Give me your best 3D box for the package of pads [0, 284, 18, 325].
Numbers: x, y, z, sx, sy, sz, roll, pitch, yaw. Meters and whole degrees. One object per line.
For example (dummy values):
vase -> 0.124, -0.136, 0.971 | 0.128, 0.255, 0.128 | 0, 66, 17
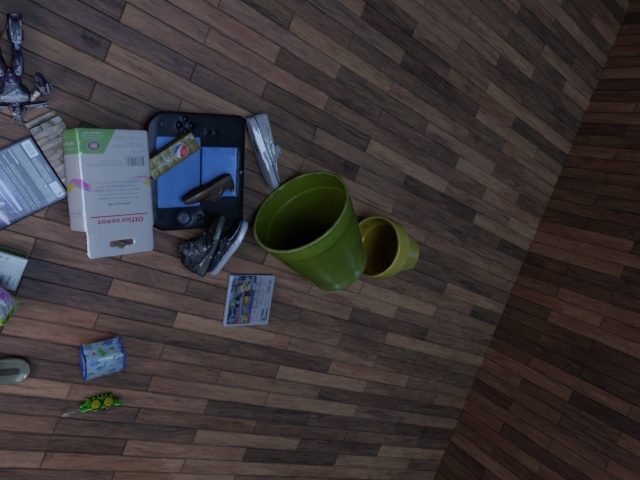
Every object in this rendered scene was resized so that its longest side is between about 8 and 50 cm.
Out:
package of pads -> -0.995, 0.135, 1.348 | 0.229, 0.101, 0.296 | -23, 122, 17

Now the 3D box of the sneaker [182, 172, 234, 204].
sneaker -> -0.363, -0.153, 1.683 | 0.188, 0.066, 0.071 | -33, 122, -25

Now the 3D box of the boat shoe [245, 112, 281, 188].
boat shoe -> -0.183, -0.316, 1.795 | 0.088, 0.096, 0.267 | -25, 107, -19

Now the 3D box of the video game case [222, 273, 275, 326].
video game case -> -0.272, 0.226, 1.932 | 0.184, 0.023, 0.201 | 3, 103, -33

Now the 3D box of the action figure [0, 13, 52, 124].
action figure -> -0.829, -0.451, 1.352 | 0.186, 0.099, 0.284 | -14, 114, -33

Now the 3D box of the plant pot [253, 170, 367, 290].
plant pot -> 0.000, 0.000, 1.868 | 0.366, 0.367, 0.353 | -46, 134, -13

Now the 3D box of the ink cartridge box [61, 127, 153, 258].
ink cartridge box -> -0.603, -0.137, 1.455 | 0.207, 0.119, 0.352 | -9, 101, -45

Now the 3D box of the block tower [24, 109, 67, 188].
block tower -> -0.722, -0.207, 1.487 | 0.091, 0.097, 0.335 | -34, 118, -20

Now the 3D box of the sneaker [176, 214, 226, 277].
sneaker -> -0.405, 0.001, 1.712 | 0.130, 0.087, 0.227 | 26, 104, -7

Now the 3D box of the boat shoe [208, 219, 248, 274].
boat shoe -> -0.344, 0.015, 1.789 | 0.076, 0.080, 0.228 | 32, 102, -28

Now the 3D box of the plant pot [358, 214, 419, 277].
plant pot -> 0.282, 0.040, 2.103 | 0.239, 0.254, 0.253 | 13, 97, -48

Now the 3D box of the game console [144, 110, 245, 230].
game console -> -0.411, -0.229, 1.695 | 0.342, 0.060, 0.386 | -4, 106, -31

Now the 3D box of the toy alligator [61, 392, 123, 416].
toy alligator -> -0.763, 0.545, 1.703 | 0.190, 0.056, 0.051 | -4, 63, -30

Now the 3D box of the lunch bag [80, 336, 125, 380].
lunch bag -> -0.713, 0.396, 1.665 | 0.129, 0.096, 0.151 | -9, 137, -29

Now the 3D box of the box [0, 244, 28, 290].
box -> -0.908, 0.074, 1.454 | 0.101, 0.087, 0.101 | 24, 89, -34

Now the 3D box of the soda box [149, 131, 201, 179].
soda box -> -0.467, -0.264, 1.581 | 0.181, 0.058, 0.061 | -39, 121, -18

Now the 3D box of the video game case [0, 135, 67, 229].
video game case -> -0.893, -0.146, 1.432 | 0.274, 0.026, 0.196 | -31, 118, -17

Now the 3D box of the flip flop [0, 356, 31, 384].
flip flop -> -0.990, 0.402, 1.475 | 0.277, 0.080, 0.112 | 7, 107, -47
